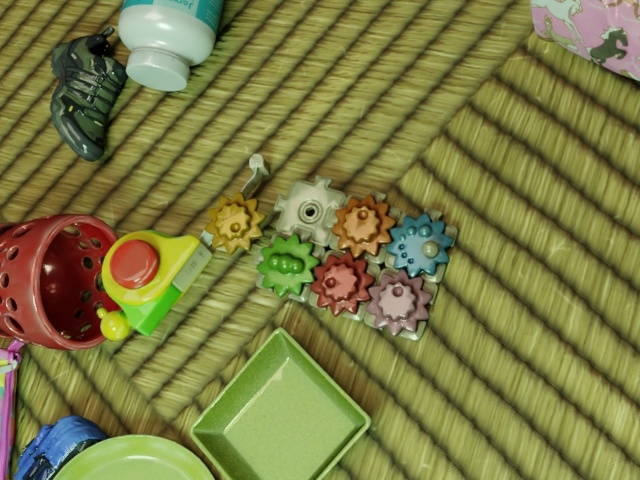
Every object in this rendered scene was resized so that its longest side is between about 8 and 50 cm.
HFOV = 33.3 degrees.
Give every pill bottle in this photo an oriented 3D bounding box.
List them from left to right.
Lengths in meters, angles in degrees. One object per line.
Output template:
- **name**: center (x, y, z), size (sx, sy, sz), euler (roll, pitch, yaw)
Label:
- **pill bottle**: center (-0.217, -0.362, 1.599), size (0.146, 0.146, 0.264), euler (2, 74, 26)

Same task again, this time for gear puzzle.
- **gear puzzle**: center (0.000, 0.000, 1.394), size (0.339, 0.044, 0.175), euler (18, 81, 19)

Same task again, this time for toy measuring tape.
- **toy measuring tape**: center (-0.208, -0.005, 1.497), size (0.121, 0.121, 0.330), euler (30, 79, 31)

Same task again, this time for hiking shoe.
- **hiking shoe**: center (-0.352, -0.232, 1.653), size (0.114, 0.086, 0.227), euler (-24, 63, 20)

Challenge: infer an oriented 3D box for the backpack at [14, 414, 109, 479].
- **backpack**: center (-0.350, 0.296, 1.462), size (0.120, 0.098, 0.101), euler (-50, 56, 3)

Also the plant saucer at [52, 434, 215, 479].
- **plant saucer**: center (-0.242, 0.369, 1.374), size (0.241, 0.037, 0.241), euler (0, 59, 0)

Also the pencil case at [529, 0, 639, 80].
- **pencil case**: center (0.437, -0.260, 1.246), size (0.386, 0.167, 0.160), euler (30, 54, 30)

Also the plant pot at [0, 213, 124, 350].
- **plant pot**: center (-0.395, 0.061, 1.516), size (0.174, 0.191, 0.191), euler (-4, 71, 32)

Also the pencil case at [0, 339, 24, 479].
- **pencil case**: center (-0.488, 0.261, 1.541), size (0.104, 0.104, 0.236), euler (-7, 71, 24)

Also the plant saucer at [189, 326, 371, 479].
- **plant saucer**: center (-0.047, 0.241, 1.366), size (0.188, 0.045, 0.188), euler (-49, 59, 3)
